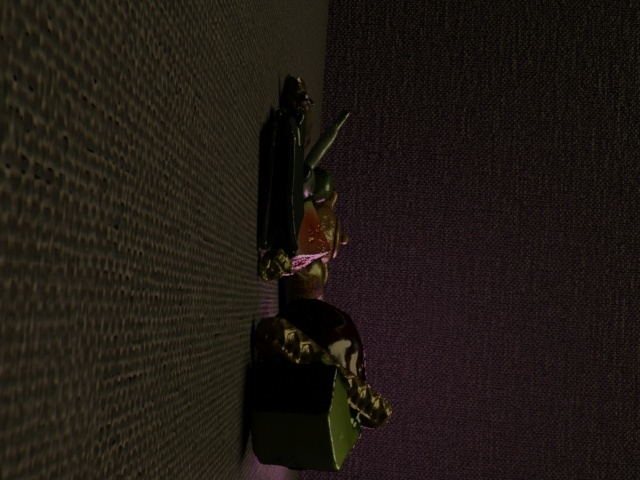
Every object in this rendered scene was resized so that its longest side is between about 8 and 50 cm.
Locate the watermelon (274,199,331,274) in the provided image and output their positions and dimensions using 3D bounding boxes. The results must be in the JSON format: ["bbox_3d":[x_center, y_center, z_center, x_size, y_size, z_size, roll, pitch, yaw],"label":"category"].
[{"bbox_3d":[-0.065,0.012,2.038,0.145,0.137,0.193,-30,-152,38],"label":"watermelon"}]

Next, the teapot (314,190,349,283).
[{"bbox_3d":[0.000,0.000,2.541,0.203,0.167,0.311,101,-3,-78],"label":"teapot"}]

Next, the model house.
[{"bbox_3d":[-0.038,0.308,1.656,0.170,0.194,0.211,-37,124,-60],"label":"model house"}]

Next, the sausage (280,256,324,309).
[{"bbox_3d":[-0.042,0.108,2.255,0.117,0.125,0.317,44,-32,33],"label":"sausage"}]

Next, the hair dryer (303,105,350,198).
[{"bbox_3d":[-0.024,-0.173,2.073,0.267,0.092,0.229,-53,176,-36],"label":"hair dryer"}]

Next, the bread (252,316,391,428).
[{"bbox_3d":[0.007,0.273,1.734,0.084,0.367,0.077,-27,-146,38],"label":"bread"}]

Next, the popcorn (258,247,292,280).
[{"bbox_3d":[-0.095,0.051,1.710,0.083,0.068,0.059,-30,110,-46],"label":"popcorn"}]

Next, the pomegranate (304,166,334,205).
[{"bbox_3d":[-0.030,-0.166,2.454,0.161,0.122,0.122,49,38,-48],"label":"pomegranate"}]

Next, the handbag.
[{"bbox_3d":[-0.073,-0.127,1.724,0.247,0.079,0.260,-82,174,-70],"label":"handbag"}]

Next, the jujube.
[{"bbox_3d":[-0.020,0.319,1.898,0.258,0.259,0.376,-71,158,-82],"label":"jujube"}]

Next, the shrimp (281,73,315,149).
[{"bbox_3d":[-0.057,-0.315,2.018,0.317,0.077,0.168,99,-14,-67],"label":"shrimp"}]
